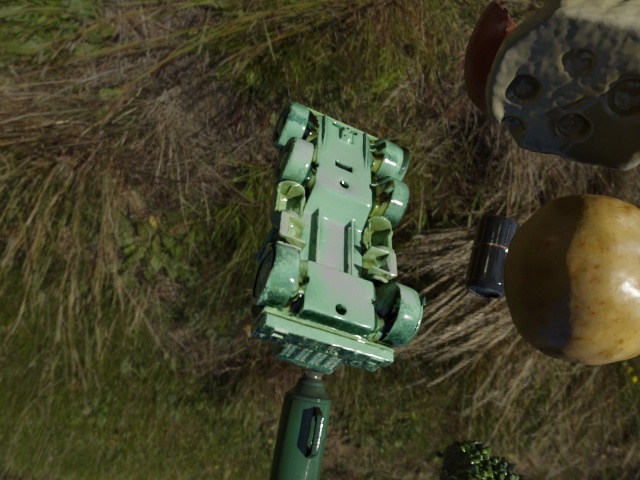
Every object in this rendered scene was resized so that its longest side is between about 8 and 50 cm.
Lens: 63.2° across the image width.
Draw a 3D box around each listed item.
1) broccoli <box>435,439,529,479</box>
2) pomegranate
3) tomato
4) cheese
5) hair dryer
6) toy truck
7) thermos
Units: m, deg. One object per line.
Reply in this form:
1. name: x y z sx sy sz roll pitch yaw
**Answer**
1. broccoli: 0.375 0.600 1.107 0.334 0.324 0.272 33 148 -3
2. pomegranate: 0.447 0.064 0.889 0.307 0.307 0.307 0 131 0
3. tomato: 0.428 -0.398 1.249 0.170 0.309 0.309 -33 123 24
4. cheese: 0.450 -0.257 0.886 0.326 0.115 0.318 48 147 -17
5. hair dryer: 0.514 0.053 1.182 0.352 0.189 0.107 5 160 37
6. toy truck: 0.001 0.000 0.461 0.128 0.259 0.135 20 130 -18
7. thermos: -0.029 0.276 0.725 0.073 0.187 0.083 6 166 14
